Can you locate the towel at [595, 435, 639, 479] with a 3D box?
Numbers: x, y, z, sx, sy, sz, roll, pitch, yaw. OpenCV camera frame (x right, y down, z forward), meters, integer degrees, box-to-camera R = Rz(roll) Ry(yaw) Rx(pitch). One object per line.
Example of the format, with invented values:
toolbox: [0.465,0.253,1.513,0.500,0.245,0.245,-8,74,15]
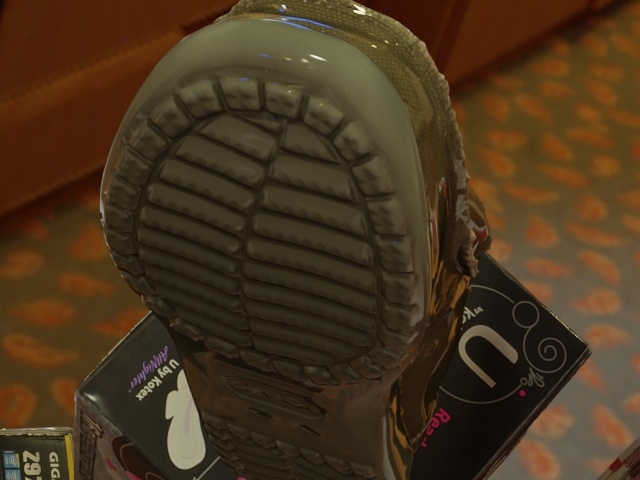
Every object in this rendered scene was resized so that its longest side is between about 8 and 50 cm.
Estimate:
towel: [0.254,0.049,0.724,0.237,0.329,0.037,-14,67,-20]

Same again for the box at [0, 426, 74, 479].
box: [-0.255,0.309,1.175,0.079,0.257,0.322,8,68,-48]

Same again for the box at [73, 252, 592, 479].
box: [-0.009,0.088,0.773,0.142,0.247,0.163,41,71,7]

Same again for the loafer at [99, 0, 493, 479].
loafer: [0.000,0.000,0.510,0.094,0.251,0.087,20,64,10]
